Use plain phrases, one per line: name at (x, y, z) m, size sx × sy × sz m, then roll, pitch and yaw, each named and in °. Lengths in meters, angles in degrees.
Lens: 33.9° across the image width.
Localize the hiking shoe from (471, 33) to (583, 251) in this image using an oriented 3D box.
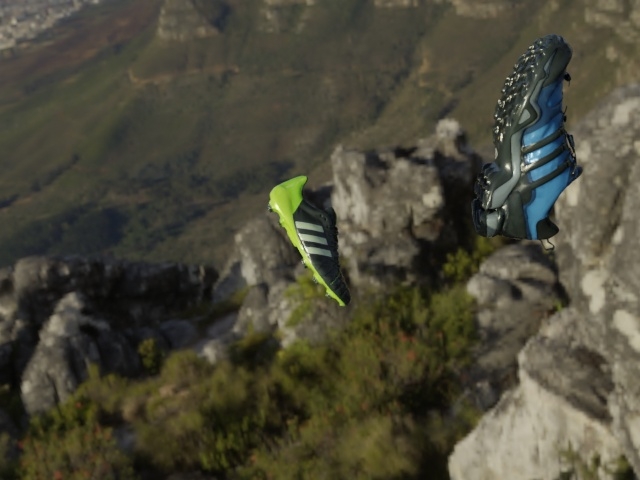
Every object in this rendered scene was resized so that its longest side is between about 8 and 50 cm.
hiking shoe at (0.309, -0.139, 1.477) m, size 0.132 × 0.304 × 0.113 m, roll 11°, pitch 26°, yaw -6°

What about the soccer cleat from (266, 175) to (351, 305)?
soccer cleat at (0.000, 0.000, 1.351) m, size 0.072 × 0.179 × 0.060 m, roll -32°, pitch 3°, yaw -3°
